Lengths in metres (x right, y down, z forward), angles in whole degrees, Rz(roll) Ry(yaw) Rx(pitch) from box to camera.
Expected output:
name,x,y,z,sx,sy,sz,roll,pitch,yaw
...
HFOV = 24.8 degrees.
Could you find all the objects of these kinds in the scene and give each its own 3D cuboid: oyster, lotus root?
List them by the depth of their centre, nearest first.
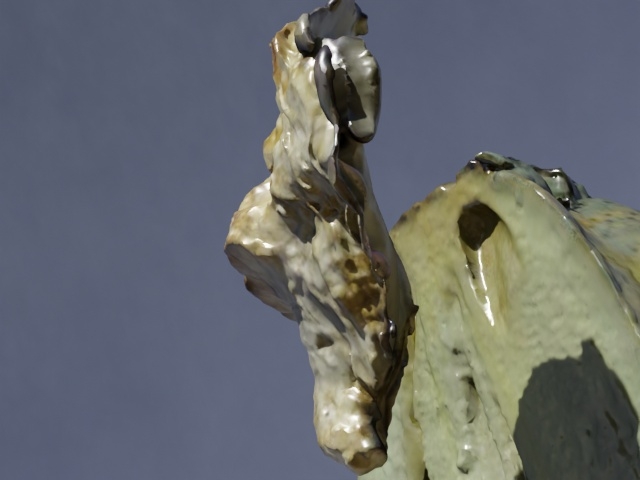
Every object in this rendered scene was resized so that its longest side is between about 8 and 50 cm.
name,x,y,z,sx,sy,sz,roll,pitch,yaw
oyster,0.000,0.000,0.605,0.081,0.191,0.163,-12,-24,-3
lotus root,0.125,0.095,0.759,0.149,0.260,0.267,6,-39,-30
